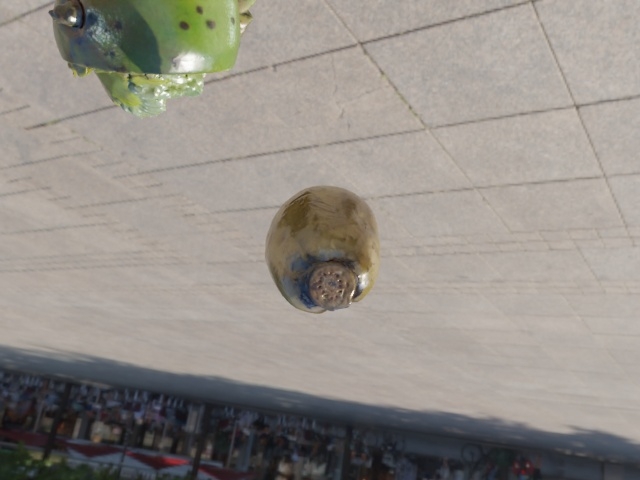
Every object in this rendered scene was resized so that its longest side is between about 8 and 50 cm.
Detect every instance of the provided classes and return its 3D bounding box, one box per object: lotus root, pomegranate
[{"bbox_3d":[0.000,0.000,0.693,0.124,0.221,0.118,-4,117,-7],"label":"lotus root"},{"bbox_3d":[-0.220,-0.321,0.911,0.260,0.340,0.261,17,124,26],"label":"pomegranate"}]
